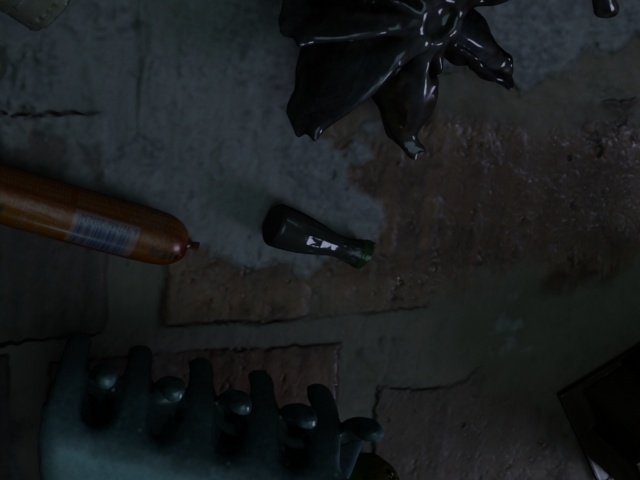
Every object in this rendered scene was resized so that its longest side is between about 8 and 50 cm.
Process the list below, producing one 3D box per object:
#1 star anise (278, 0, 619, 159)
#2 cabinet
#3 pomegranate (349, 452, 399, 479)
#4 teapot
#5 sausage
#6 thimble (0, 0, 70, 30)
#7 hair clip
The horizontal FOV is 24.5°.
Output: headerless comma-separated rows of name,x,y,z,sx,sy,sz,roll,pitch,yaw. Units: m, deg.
star anise,0.088,-0.215,1.360,0.316,0.139,0.359,-44,133,8
cabinet,0.405,0.201,1.587,0.215,0.175,0.148,-30,116,-9
pomegranate,0.043,0.263,1.535,0.073,0.073,0.084,35,94,-27
teapot,0.000,0.000,1.441,0.111,0.043,0.043,19,101,-27
sausage,-0.268,-0.036,1.322,0.348,0.053,0.053,17,103,-24
thimble,-0.247,-0.238,1.222,0.090,0.115,0.102,32,93,-28
hair clip,-0.117,0.237,1.352,0.318,0.392,0.238,14,94,-7
